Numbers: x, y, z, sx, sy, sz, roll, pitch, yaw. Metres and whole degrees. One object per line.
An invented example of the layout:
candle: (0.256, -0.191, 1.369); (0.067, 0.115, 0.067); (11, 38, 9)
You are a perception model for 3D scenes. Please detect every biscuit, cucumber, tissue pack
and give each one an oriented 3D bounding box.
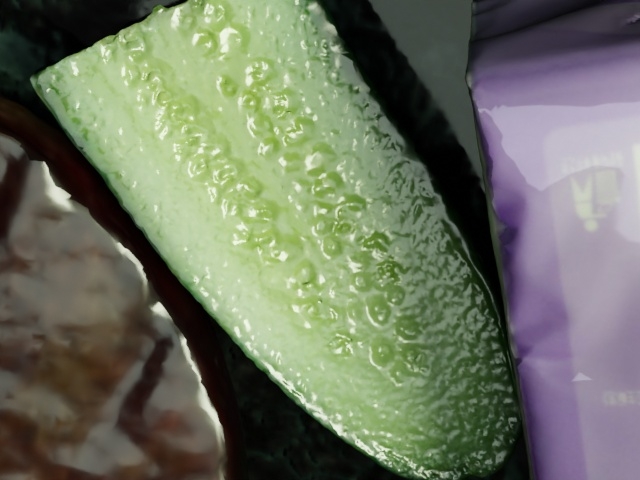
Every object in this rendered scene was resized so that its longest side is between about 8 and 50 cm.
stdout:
biscuit: (-0.234, 0.106, 0.556); (0.407, 0.091, 0.407); (-1, 106, -2)
cucumber: (0.000, 0.000, 0.520); (0.115, 0.063, 0.244); (-31, 101, 9)
tissue pack: (0.235, 0.006, 0.434); (0.338, 0.160, 0.242); (-7, 114, 10)
